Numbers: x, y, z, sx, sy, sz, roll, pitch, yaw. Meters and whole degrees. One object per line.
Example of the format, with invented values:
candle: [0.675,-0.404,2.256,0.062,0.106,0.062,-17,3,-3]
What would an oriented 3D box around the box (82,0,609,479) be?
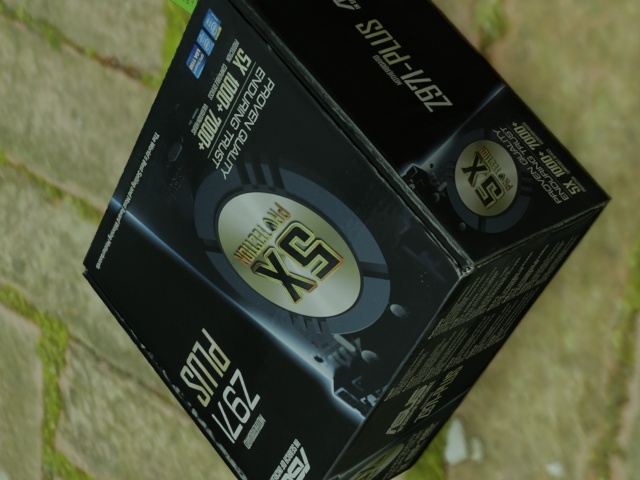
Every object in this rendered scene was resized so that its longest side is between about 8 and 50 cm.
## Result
box: [0.000,0.000,0.707,0.147,0.077,0.180,51,138,19]

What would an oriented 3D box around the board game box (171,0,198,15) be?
board game box: [-0.098,-0.192,0.762,0.259,0.039,0.124,35,130,30]
